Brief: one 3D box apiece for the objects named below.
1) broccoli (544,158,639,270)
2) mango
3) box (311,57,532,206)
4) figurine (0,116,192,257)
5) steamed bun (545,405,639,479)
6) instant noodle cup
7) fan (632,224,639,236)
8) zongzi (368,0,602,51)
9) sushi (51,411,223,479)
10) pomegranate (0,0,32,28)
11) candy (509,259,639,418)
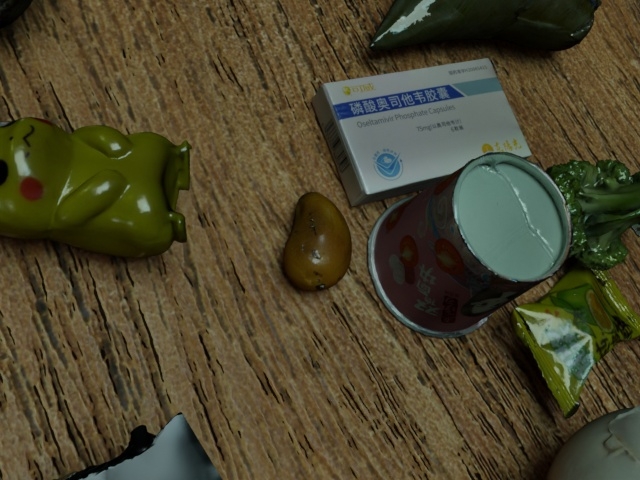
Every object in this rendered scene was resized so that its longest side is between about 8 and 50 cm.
[{"bbox_3d":[0.498,-0.037,1.203,0.254,0.302,0.186,-12,111,-63],"label":"broccoli"},{"bbox_3d":[0.002,0.000,1.080,0.105,0.084,0.159,19,65,-20],"label":"mango"},{"bbox_3d":[0.174,-0.189,1.228,0.343,0.065,0.200,-14,76,-25],"label":"box"},{"bbox_3d":[-0.328,-0.076,0.936,0.326,0.169,0.218,12,51,-20],"label":"figurine"},{"bbox_3d":[0.433,0.405,1.006,0.309,0.309,0.309,7,68,-19],"label":"steamed bun"},{"bbox_3d":[0.223,0.006,1.082,0.242,0.231,0.243,7,69,-18],"label":"instant noodle cup"},{"bbox_3d":[0.594,-0.047,1.374,0.056,0.004,0.083,-23,79,-27],"label":"fan"},{"bbox_3d":[0.302,-0.393,1.308,0.356,0.174,0.393,33,72,-14],"label":"zongzi"},{"bbox_3d":[-0.215,0.337,0.801,0.227,0.212,0.215,-32,92,-25],"label":"sushi"},{"bbox_3d":[-0.511,-0.433,0.969,0.285,0.285,0.341,-11,45,-25],"label":"pomegranate"},{"bbox_3d":[0.425,0.140,1.198,0.297,0.081,0.187,-25,79,-40],"label":"candy"}]
